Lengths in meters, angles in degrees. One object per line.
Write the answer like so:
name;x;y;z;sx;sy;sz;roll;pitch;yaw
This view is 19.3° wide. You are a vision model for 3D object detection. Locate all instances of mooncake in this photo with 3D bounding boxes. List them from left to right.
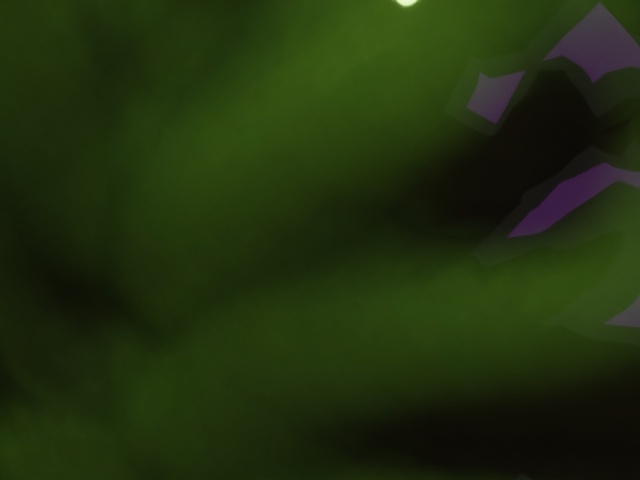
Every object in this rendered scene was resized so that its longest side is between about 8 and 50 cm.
mooncake;0.000;0.000;0.484;0.351;0.187;0.351;18;131;22
